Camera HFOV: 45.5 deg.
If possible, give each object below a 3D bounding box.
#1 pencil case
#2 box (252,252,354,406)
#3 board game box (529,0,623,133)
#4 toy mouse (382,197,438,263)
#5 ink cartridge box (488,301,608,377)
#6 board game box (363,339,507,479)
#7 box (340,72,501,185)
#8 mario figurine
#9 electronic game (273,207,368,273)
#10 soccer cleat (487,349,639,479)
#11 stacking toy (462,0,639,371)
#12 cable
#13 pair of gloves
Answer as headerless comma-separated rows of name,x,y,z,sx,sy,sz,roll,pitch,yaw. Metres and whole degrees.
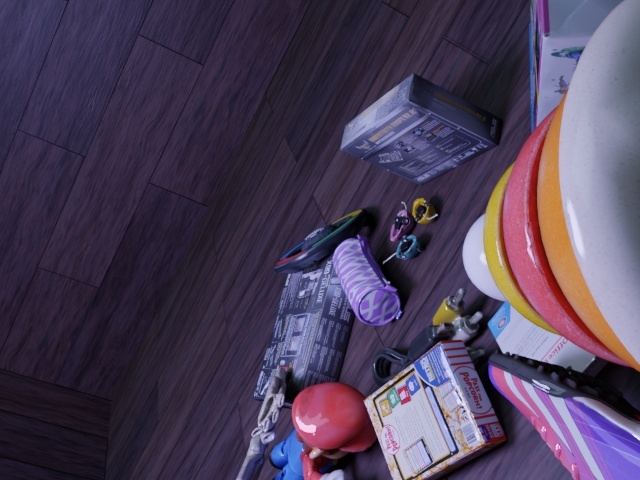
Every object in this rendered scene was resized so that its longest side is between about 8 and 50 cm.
pencil case,0.081,0.071,1.399,0.206,0.086,0.088,-119,47,-59
box,-0.026,0.190,1.574,0.242,0.077,0.307,-21,50,62
board game box,0.291,-0.245,0.877,0.303,0.098,0.224,52,-141,-66
toy mouse,0.161,-0.011,1.383,0.143,0.031,0.161,-61,22,16
ink cartridge box,0.280,0.126,0.914,0.104,0.062,0.181,-57,22,23
board game box,0.151,0.247,1.057,0.193,0.045,0.146,-47,53,42
box,0.169,-0.184,1.327,0.231,0.183,0.056,-29,43,60
mario figurine,0.019,0.356,1.299,0.198,0.170,0.320,57,143,22
electronic game,0.000,0.000,1.599,0.229,0.048,0.229,-32,6,4
soccer cleat,0.270,0.204,0.724,0.318,0.109,0.116,28,100,50
stacking toy,0.268,-0.005,0.740,0.480,0.351,0.350,152,136,-70
cable,0.166,0.190,1.180,0.287,0.072,0.139,123,143,-57
pair of gloves,-0.106,0.364,1.396,0.204,0.042,0.240,-25,-45,-88
